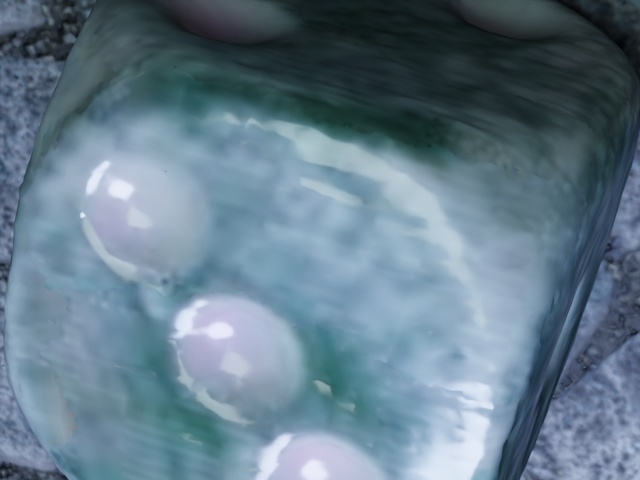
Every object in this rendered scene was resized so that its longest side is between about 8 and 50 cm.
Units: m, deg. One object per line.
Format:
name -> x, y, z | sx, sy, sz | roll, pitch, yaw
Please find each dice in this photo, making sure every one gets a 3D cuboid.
dice -> 0.000, 0.000, 1.250 | 0.348, 0.330, 0.328 | 19, 118, 13
